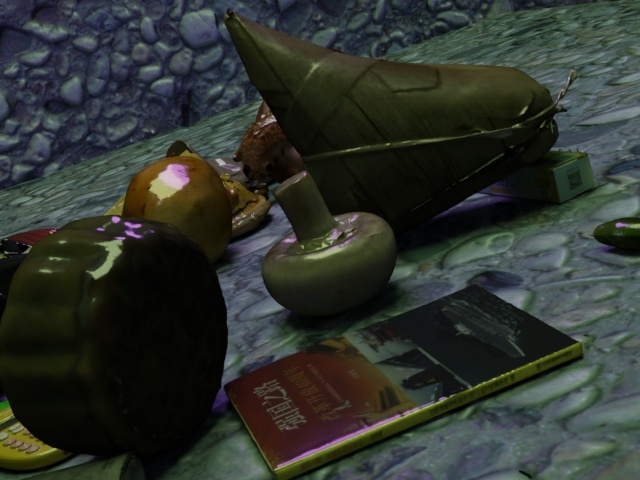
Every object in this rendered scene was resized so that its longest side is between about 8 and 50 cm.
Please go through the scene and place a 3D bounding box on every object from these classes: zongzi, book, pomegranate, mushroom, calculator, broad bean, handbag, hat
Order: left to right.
[{"bbox_3d":[-0.561,0.082,1.782,0.254,0.181,0.181,-17,14,10],"label":"handbag"},{"bbox_3d":[-0.384,0.250,1.311,0.146,0.032,0.235,-27,21,-34],"label":"calculator"},{"bbox_3d":[-0.271,-0.048,1.859,0.233,0.233,0.233,-15,16,5],"label":"pomegranate"},{"bbox_3d":[-0.248,-0.181,2.271,0.166,0.173,0.144,2,34,48],"label":"hat"},{"bbox_3d":[-0.023,-0.254,2.184,0.345,0.345,0.260,-2,-3,41],"label":"mushroom"},{"bbox_3d":[0.000,0.000,1.440,0.207,0.215,0.207,-22,19,8],"label":"mushroom"},{"bbox_3d":[0.085,0.156,1.175,0.374,0.028,0.262,-20,18,-13],"label":"book"},{"bbox_3d":[0.157,-0.275,1.613,0.500,0.467,0.218,-28,20,5],"label":"zongzi"},{"bbox_3d":[0.476,-0.011,1.306,0.254,0.046,0.065,-3,14,36],"label":"broad bean"}]

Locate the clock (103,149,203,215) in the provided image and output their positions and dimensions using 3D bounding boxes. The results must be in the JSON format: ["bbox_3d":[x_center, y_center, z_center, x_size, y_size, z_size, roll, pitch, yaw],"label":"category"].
[{"bbox_3d":[-0.367,-0.094,2.121,0.277,0.071,0.293,-39,-7,-15],"label":"clock"}]

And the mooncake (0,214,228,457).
[{"bbox_3d":[-0.228,0.111,1.168,0.161,0.290,0.290,-1,22,30],"label":"mooncake"}]

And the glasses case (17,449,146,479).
[{"bbox_3d":[-0.338,0.300,1.045,0.299,0.060,0.114,-16,16,3],"label":"glasses case"}]

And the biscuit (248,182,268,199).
[{"bbox_3d":[-0.188,-0.107,2.311,0.138,0.031,0.205,-24,19,-25],"label":"biscuit"}]

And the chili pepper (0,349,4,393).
[{"bbox_3d":[-0.602,0.196,1.480,0.261,0.174,0.165,-16,41,-3],"label":"chili pepper"}]

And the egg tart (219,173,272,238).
[{"bbox_3d":[-0.242,-0.065,2.084,0.291,0.107,0.291,-14,16,4],"label":"egg tart"}]

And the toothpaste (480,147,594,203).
[{"bbox_3d":[0.348,-0.124,1.767,0.089,0.071,0.313,-26,19,-22],"label":"toothpaste"}]

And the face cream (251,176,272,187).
[{"bbox_3d":[-0.077,-0.209,2.459,0.269,0.073,0.107,-28,25,-35],"label":"face cream"}]
